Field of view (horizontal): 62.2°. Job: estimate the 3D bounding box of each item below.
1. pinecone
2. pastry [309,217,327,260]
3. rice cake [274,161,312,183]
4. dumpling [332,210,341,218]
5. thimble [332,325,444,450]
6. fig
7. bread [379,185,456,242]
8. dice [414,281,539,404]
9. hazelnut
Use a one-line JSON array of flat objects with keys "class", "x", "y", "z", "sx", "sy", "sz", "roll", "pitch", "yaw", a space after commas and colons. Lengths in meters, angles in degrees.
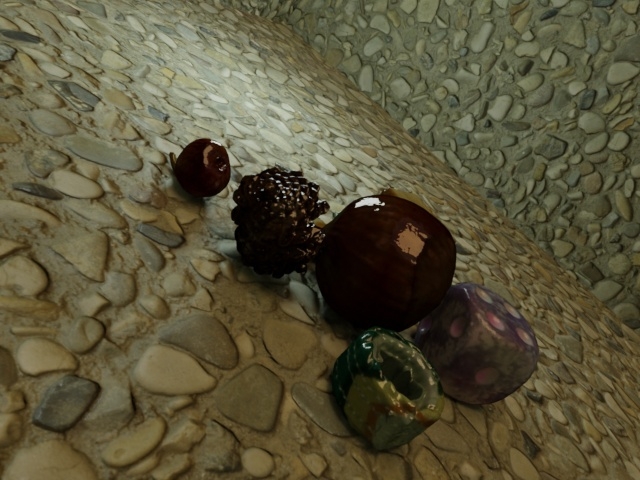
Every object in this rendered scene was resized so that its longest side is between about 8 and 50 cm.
[{"class": "pinecone", "x": -0.107, "y": -0.039, "z": 1.485, "sx": 0.298, "sy": 0.295, "sz": 0.242, "roll": 28, "pitch": 34, "yaw": 30}, {"class": "pastry", "x": 0.000, "y": 0.000, "z": 1.761, "sx": 0.166, "sy": 0.088, "sz": 0.165, "roll": 30, "pitch": 28, "yaw": -17}, {"class": "rice cake", "x": -0.094, "y": -0.245, "z": 2.087, "sx": 0.208, "sy": 0.033, "sz": 0.033, "roll": 30, "pitch": 18, "yaw": -11}, {"class": "dumpling", "x": 0.108, "y": -0.007, "z": 1.829, "sx": 0.217, "sy": 0.149, "sz": 0.105, "roll": 45, "pitch": 27, "yaw": 22}, {"class": "thimble", "x": 0.164, "y": 0.363, "z": 1.309, "sx": 0.254, "sy": 0.167, "sz": 0.288, "roll": 26, "pitch": 28, "yaw": -19}, {"class": "fig", "x": -0.377, "y": -0.209, "z": 1.607, "sx": 0.175, "sy": 0.207, "sz": 0.175, "roll": 32, "pitch": 53, "yaw": -55}, {"class": "bread", "x": 0.280, "y": 0.000, "z": 1.885, "sx": 0.207, "sy": 0.279, "sz": 0.279, "roll": 3, "pitch": 40, "yaw": -49}, {"class": "dice", "x": 0.471, "y": 0.315, "z": 1.630, "sx": 0.270, "sy": 0.270, "sz": 0.271, "roll": 28, "pitch": 28, "yaw": -18}, {"class": "hazelnut", "x": 0.185, "y": 0.064, "z": 1.569, "sx": 0.421, "sy": 0.421, "sz": 0.353, "roll": 47, "pitch": -3, "yaw": 18}]
